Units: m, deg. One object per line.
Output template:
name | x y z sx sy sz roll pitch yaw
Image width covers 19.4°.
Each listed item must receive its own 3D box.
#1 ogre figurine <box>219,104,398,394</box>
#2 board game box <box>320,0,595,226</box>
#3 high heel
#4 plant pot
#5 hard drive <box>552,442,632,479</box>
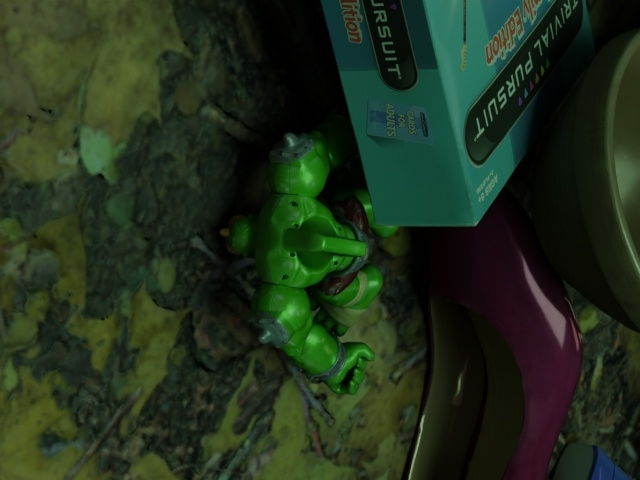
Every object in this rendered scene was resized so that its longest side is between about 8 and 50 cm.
ogre figurine | 0.000 0.000 1.269 0.118 0.097 0.197 10 106 -56
board game box | 0.083 -0.217 1.241 0.254 0.079 0.336 -51 134 -48
high heel | 0.100 0.136 1.387 0.181 0.127 0.377 -27 114 -28
plant pot | 0.227 -0.028 1.335 0.237 0.109 0.237 17 66 -45
hard drive | 0.270 0.341 1.630 0.318 0.040 0.210 43 60 -41
